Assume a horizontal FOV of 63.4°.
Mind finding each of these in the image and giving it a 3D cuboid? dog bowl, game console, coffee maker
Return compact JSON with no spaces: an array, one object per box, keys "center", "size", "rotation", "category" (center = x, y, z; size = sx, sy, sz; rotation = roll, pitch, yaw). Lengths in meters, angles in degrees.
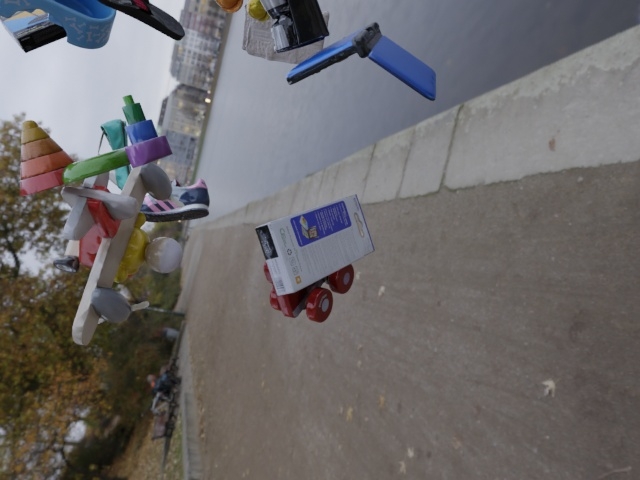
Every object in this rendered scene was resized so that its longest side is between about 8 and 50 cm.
[{"center":[-0.565,-0.514,1.065],"size":[0.074,0.297,0.165],"rotation":[-31,60,38],"category":"dog bowl"},{"center":[0.098,-0.354,1.108],"size":[0.250,0.173,0.293],"rotation":[-20,21,21],"category":"game console"},{"center":[-0.043,-0.494,1.062],"size":[0.120,0.171,0.178],"rotation":[-61,-46,-58],"category":"coffee maker"}]

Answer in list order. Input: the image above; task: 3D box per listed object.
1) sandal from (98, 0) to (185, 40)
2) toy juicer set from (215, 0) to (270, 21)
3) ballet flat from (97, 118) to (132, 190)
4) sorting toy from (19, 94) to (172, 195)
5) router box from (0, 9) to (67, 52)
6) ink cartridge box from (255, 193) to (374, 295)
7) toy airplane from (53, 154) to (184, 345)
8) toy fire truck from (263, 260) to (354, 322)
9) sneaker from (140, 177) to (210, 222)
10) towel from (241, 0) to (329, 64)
[{"center":[-0.273,-0.357,0.759],"size":[0.040,0.179,0.067],"rotation":[-39,53,31],"category":"sandal"},{"center":[-0.098,-0.606,1.224],"size":[0.209,0.329,0.089],"rotation":[107,148,-55],"category":"toy juicer set"},{"center":[-0.561,-0.218,1.422],"size":[0.083,0.087,0.247],"rotation":[122,135,-67],"category":"ballet flat"},{"center":[-0.403,-0.167,0.872],"size":[0.127,0.366,0.126],"rotation":[-38,-64,-52],"category":"sorting toy"},{"center":[-0.702,-0.558,1.319],"size":[0.133,0.179,0.046],"rotation":[43,155,26],"category":"router box"},{"center":[0.000,0.000,1.351],"size":[0.069,0.371,0.175],"rotation":[-15,95,42],"category":"ink cartridge box"},{"center":[-0.439,-0.010,1.167],"size":[0.386,0.273,0.384],"rotation":[-65,18,15],"category":"toy airplane"},{"center":[-0.037,0.074,1.509],"size":[0.302,0.169,0.253],"rotation":[-49,-41,-38],"category":"toy fire truck"},{"center":[-0.523,-0.136,1.746],"size":[0.112,0.319,0.131],"rotation":[61,-153,-73],"category":"sneaker"},{"center":[-0.119,-0.697,1.739],"size":[0.049,0.282,0.187],"rotation":[-91,9,-52],"category":"towel"}]
